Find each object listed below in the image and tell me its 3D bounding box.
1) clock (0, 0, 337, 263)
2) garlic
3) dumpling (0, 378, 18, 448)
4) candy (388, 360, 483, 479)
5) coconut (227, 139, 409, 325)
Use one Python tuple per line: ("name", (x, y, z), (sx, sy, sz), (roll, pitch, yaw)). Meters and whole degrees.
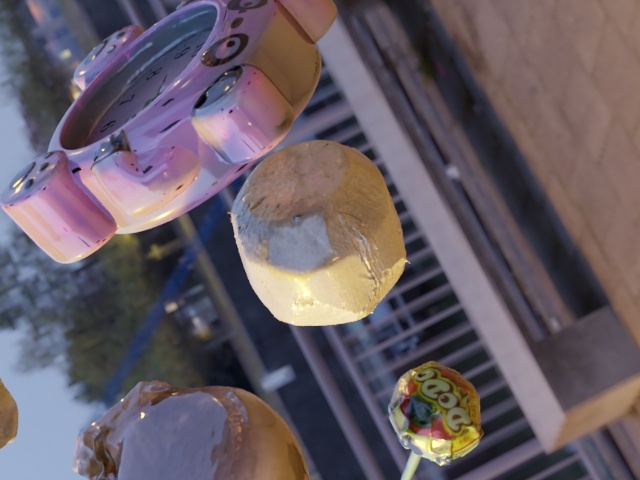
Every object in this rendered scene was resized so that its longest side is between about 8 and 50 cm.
("clock", (-0.110, -0.102, 1.152), (0.090, 0.247, 0.228), (48, -142, -26))
("garlic", (-0.122, 0.254, 1.289), (0.132, 0.279, 0.325), (28, -153, -34))
("dumpling", (-0.365, 0.107, 1.248), (0.250, 0.162, 0.132), (34, 136, 0))
("candy", (0.101, 0.199, 1.467), (0.305, 0.083, 0.091), (96, 150, -66))
("coconut", (0.001, 0.002, 1.388), (0.161, 0.161, 0.162), (57, 175, 49))
